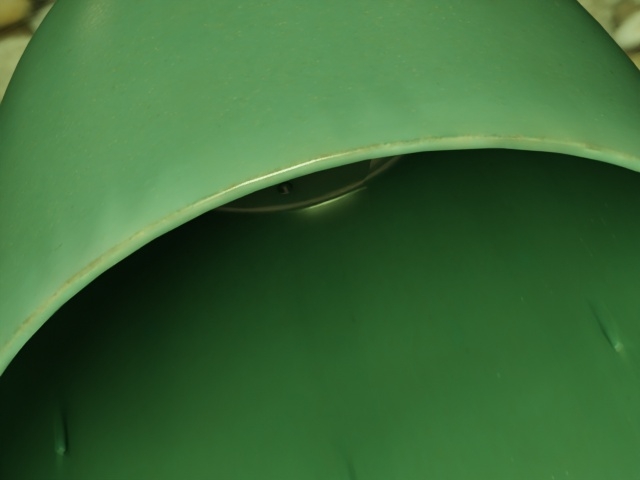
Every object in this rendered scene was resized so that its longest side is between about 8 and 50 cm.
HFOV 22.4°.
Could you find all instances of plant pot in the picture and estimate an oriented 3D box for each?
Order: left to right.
[{"bbox_3d":[0.000,0.000,0.623,0.293,0.235,0.293,-8,134,-8],"label":"plant pot"}]
